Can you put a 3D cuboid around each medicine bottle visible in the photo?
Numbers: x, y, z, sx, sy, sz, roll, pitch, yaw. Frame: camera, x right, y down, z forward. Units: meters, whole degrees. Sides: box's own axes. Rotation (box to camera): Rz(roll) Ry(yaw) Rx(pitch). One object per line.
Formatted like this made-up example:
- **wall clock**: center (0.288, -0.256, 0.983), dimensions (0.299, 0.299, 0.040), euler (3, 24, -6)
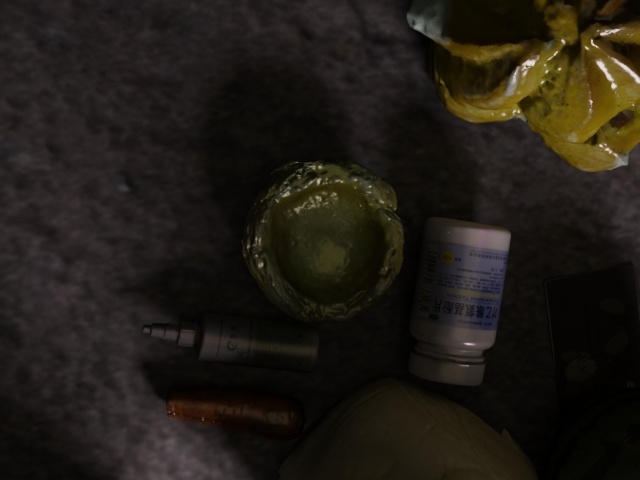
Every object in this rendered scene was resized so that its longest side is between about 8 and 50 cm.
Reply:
- **medicine bottle**: center (0.160, 0.070, 1.091), dimensions (0.102, 0.103, 0.187), euler (8, 92, -13)
- **medicine bottle**: center (-0.103, 0.113, 1.057), dimensions (0.199, 0.057, 0.058), euler (9, 92, -13)

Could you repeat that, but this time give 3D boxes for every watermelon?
- **watermelon**: center (0.371, 0.282, 1.101), dimensions (0.212, 0.212, 0.212), euler (-1, 94, -13)

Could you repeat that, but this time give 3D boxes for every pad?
- **pad**: center (0.355, 0.132, 1.190), dimensions (0.127, 0.004, 0.190), euler (-10, 96, -12)

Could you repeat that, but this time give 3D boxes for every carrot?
- **carrot**: center (-0.098, 0.196, 1.070), dimensions (0.161, 0.055, 0.055), euler (11, 91, -6)

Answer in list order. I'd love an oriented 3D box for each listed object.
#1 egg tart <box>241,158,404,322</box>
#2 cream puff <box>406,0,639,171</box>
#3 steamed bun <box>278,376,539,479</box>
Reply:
- **egg tart**: center (0.000, 0.000, 1.063), dimensions (0.197, 0.078, 0.197), euler (-1, 96, -11)
- **cream puff**: center (0.286, -0.255, 1.011), dimensions (0.378, 0.275, 0.378), euler (0, 91, -14)
- **steamed bun**: center (0.083, 0.306, 1.037), dimensions (0.272, 0.273, 0.290), euler (31, 83, 3)
